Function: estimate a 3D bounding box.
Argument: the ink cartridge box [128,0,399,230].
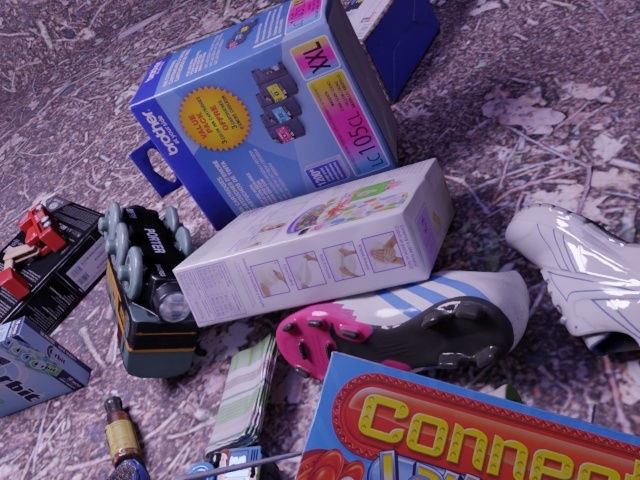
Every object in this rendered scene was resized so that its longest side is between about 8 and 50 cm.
[{"bbox_3d":[-0.106,-0.186,1.088,0.396,0.270,0.151,-17,37,21],"label":"ink cartridge box"}]

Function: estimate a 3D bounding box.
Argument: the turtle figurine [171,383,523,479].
[{"bbox_3d":[0.070,0.248,0.622,0.266,0.275,0.197,-23,77,25],"label":"turtle figurine"}]

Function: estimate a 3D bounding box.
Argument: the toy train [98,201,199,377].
[{"bbox_3d":[-0.272,0.065,1.079,0.334,0.142,0.190,45,125,55],"label":"toy train"}]

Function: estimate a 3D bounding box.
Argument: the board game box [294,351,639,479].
[{"bbox_3d":[0.113,0.265,0.465,0.308,0.086,0.301,13,73,13],"label":"board game box"}]

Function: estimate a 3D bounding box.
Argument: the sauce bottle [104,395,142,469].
[{"bbox_3d":[-0.286,0.274,0.981,0.042,0.042,0.128,-37,36,-3],"label":"sauce bottle"}]

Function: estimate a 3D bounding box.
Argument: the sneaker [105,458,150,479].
[{"bbox_3d":[-0.296,0.368,0.852,0.083,0.087,0.221,14,59,42],"label":"sneaker"}]

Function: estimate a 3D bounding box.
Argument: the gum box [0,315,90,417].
[{"bbox_3d":[-0.496,0.208,1.105,0.185,0.157,0.041,-21,41,15],"label":"gum box"}]

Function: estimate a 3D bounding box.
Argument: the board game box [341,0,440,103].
[{"bbox_3d":[0.046,-0.390,1.353,0.291,0.141,0.232,7,54,40],"label":"board game box"}]

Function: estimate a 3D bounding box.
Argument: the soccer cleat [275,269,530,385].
[{"bbox_3d":[0.101,0.105,0.847,0.331,0.116,0.143,-11,16,36],"label":"soccer cleat"}]

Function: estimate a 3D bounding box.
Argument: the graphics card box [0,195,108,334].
[{"bbox_3d":[-0.567,0.087,1.332,0.233,0.094,0.371,15,60,44],"label":"graphics card box"}]

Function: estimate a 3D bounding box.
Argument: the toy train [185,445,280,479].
[{"bbox_3d":[-0.106,0.323,0.774,0.105,0.080,0.184,-12,43,17],"label":"toy train"}]

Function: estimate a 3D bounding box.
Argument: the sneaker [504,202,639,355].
[{"bbox_3d":[0.296,0.047,0.754,0.129,0.111,0.297,-62,29,6],"label":"sneaker"}]

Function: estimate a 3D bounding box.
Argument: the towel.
[{"bbox_3d":[-0.105,0.204,0.906,0.113,0.023,0.152,-33,35,40],"label":"towel"}]

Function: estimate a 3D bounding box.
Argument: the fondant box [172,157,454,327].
[{"bbox_3d":[0.000,0.000,0.946,0.331,0.096,0.238,-15,16,24],"label":"fondant box"}]

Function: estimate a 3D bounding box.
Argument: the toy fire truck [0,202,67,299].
[{"bbox_3d":[-0.543,0.015,1.278,0.135,0.047,0.192,-41,39,-8],"label":"toy fire truck"}]
